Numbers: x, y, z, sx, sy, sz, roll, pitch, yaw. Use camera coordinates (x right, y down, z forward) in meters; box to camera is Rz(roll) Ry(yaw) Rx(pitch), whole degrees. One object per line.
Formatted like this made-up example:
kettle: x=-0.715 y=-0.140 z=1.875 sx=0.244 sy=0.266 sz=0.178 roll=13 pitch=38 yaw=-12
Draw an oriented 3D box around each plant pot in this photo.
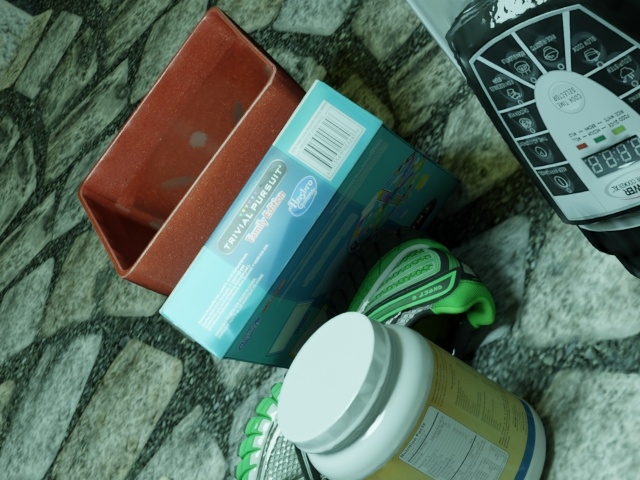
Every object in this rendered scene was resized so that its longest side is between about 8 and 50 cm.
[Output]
plant pot: x=-0.074 y=-0.055 z=2.025 sx=0.267 sy=0.236 sz=0.267 roll=-53 pitch=27 yaw=7

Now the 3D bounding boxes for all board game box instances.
board game box: x=0.000 y=0.000 z=1.785 sx=0.253 sy=0.079 sz=0.336 roll=-55 pitch=-17 yaw=3

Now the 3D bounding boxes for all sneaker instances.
sneaker: x=0.039 y=0.158 z=1.726 sx=0.146 sy=0.134 sz=0.343 roll=31 pitch=95 yaw=49

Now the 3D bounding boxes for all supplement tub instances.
supplement tub: x=0.077 y=0.160 z=1.579 sx=0.144 sy=0.200 sz=0.144 roll=-40 pitch=31 yaw=31

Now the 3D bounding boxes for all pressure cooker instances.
pressure cooker: x=0.293 y=-0.174 z=1.358 sx=0.375 sy=0.420 sz=0.370 roll=-37 pitch=14 yaw=7

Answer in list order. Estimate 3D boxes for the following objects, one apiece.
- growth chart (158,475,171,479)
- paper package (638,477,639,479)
growth chart: x=-0.239 y=0.388 z=2.059 sx=0.172 sy=0.021 sz=0.237 roll=-34 pitch=35 yaw=39
paper package: x=0.310 y=0.203 z=0.982 sx=0.325 sy=0.168 sz=0.309 roll=-1 pitch=43 yaw=53
